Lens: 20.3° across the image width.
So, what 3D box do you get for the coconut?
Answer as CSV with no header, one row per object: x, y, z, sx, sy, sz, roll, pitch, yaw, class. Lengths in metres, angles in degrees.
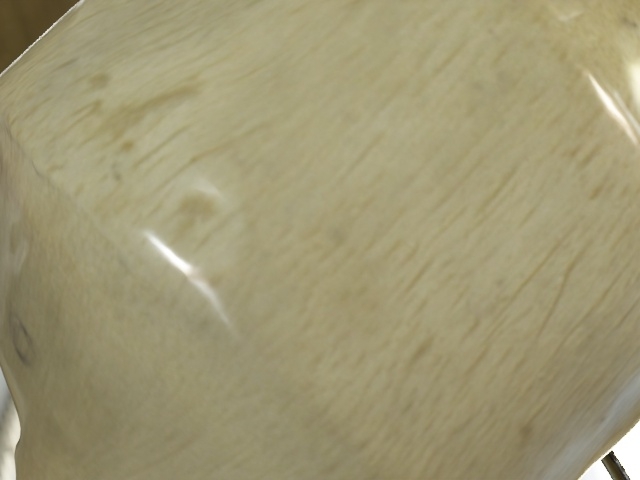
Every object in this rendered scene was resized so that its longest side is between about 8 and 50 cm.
0.000,0.000,0.514,0.224,0.224,0.224,-16,-17,-5,coconut

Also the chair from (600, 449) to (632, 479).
0.061,0.004,0.984,0.160,0.326,0.170,-19,-34,-18,chair
